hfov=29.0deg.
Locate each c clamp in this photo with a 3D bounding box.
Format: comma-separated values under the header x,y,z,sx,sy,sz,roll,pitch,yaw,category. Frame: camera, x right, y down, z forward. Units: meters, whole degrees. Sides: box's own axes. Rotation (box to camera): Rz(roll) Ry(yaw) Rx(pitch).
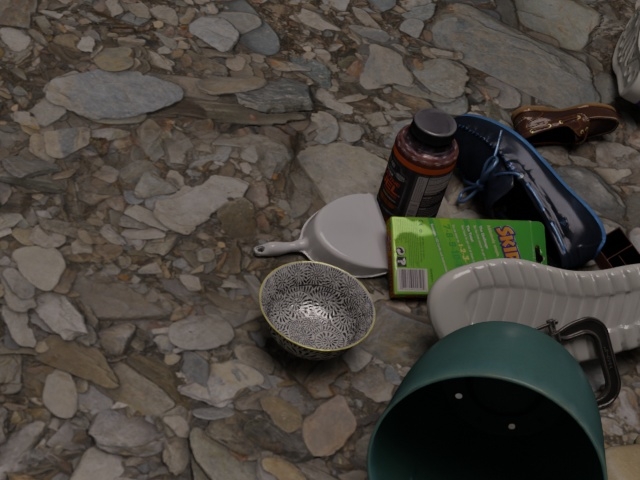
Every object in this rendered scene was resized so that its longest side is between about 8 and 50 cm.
x,y,z,sx,sy,sz,roll,pitch,yaw,category
0.371,0.181,1.810,0.137,0.022,0.161,-24,98,-17,c clamp

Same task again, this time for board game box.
x,y,z,sx,sy,sz,roll,pitch,yaw,category
0.232,0.029,1.934,0.259,0.039,0.124,1,77,-13,board game box

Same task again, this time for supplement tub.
x,y,z,sx,sy,sz,roll,pitch,yaw,category
0.158,-0.116,1.980,0.106,0.198,0.106,8,43,-8,supplement tub

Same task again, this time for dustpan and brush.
x,y,z,sx,sy,sz,roll,pitch,yaw,category
0.000,0.000,1.927,0.211,0.060,0.147,-1,59,-27,dustpan and brush

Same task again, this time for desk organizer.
x,y,z,sx,sy,sz,roll,pitch,yaw,category
0.497,0.041,2.028,0.047,0.050,0.130,-9,49,-24,desk organizer

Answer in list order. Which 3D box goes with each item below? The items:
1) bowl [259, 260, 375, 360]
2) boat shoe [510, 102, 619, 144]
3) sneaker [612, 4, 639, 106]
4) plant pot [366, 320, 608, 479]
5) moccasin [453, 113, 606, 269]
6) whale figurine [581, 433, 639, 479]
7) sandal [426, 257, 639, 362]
x,y,z,sx,sy,sz,roll,pitch,yaw,category
-0.011,0.117,1.778,0.170,0.080,0.170,8,44,-8,bowl
0.450,-0.203,2.251,0.206,0.073,0.073,-5,49,-11,boat shoe
0.707,-0.324,2.423,0.236,0.130,0.323,24,38,-6,sneaker
0.227,0.238,1.590,0.293,0.293,0.235,21,29,5,plant pot
0.318,-0.086,2.045,0.116,0.138,0.342,-31,60,-33,moccasin
0.434,0.352,1.660,0.216,0.141,0.272,31,21,15,whale figurine
0.347,0.112,1.863,0.416,0.169,0.102,2,1,-16,sandal
